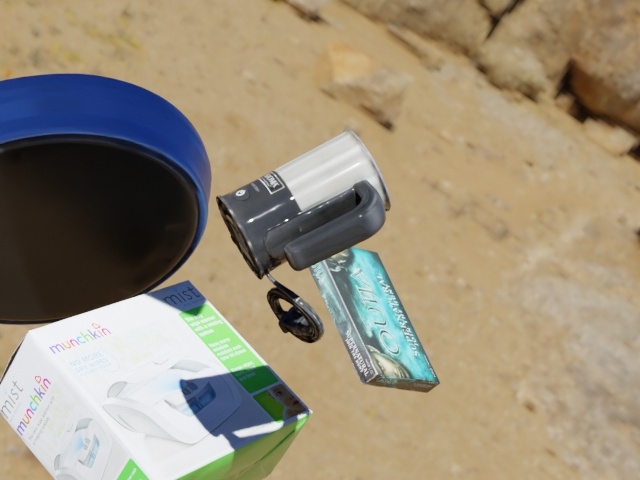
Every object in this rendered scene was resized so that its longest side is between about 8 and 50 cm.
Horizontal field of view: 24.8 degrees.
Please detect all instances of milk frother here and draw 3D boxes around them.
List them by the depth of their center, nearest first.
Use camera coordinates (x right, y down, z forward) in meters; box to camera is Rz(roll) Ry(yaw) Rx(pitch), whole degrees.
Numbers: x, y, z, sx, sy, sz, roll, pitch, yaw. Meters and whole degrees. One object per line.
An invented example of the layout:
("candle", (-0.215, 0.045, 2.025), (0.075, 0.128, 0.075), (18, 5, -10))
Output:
("milk frother", (0.000, 0.000, 1.295), (0.129, 0.134, 0.143), (55, -12, 39))

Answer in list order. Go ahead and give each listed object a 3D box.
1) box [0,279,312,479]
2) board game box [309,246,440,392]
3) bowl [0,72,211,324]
("box", (-0.186, 0.187, 1.618), (0.231, 0.127, 0.262), (46, 34, 20))
("board game box", (0.056, 0.086, 1.657), (0.126, 0.026, 0.186), (13, 44, -51))
("bowl", (-0.314, -0.032, 1.673), (0.391, 0.391, 0.077), (21, 41, -41))
